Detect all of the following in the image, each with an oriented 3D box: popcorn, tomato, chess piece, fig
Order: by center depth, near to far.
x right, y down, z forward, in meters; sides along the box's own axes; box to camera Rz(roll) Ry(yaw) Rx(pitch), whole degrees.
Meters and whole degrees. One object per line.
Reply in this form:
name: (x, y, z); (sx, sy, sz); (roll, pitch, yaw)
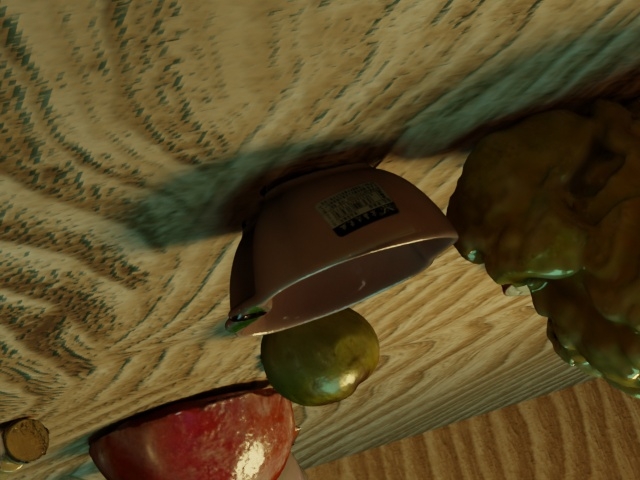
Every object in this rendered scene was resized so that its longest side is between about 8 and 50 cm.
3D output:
popcorn: (0.271, -0.007, 1.208); (0.332, 0.265, 0.225); (23, 135, -7)
fig: (-0.001, 0.132, 1.630); (0.136, 0.120, 0.153); (-26, 166, 7)
chess piece: (-0.395, 0.270, 1.791); (0.060, 0.060, 0.172); (-11, 167, -31)
tomato: (-0.177, 0.332, 2.096); (0.309, 0.170, 0.309); (-20, 167, -5)

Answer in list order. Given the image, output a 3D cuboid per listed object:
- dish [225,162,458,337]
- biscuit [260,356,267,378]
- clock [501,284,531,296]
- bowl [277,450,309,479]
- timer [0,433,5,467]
dish: (0.000, 0.000, 1.163); (0.213, 0.090, 0.213); (-21, 168, -4)
biscuit: (-0.016, 0.165, 1.959); (0.126, 0.025, 0.206); (-20, 167, 3)
clock: (0.377, 0.009, 1.764); (0.319, 0.080, 0.318); (-18, 166, -5)
bowl: (-0.158, 0.401, 2.320); (0.287, 0.143, 0.287); (-6, -153, 3)
timer: (-0.479, 0.275, 1.659); (0.209, 0.069, 0.191); (-14, 169, -28)
